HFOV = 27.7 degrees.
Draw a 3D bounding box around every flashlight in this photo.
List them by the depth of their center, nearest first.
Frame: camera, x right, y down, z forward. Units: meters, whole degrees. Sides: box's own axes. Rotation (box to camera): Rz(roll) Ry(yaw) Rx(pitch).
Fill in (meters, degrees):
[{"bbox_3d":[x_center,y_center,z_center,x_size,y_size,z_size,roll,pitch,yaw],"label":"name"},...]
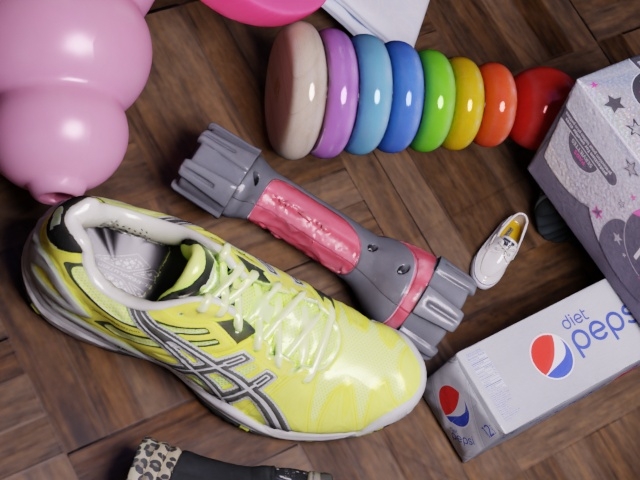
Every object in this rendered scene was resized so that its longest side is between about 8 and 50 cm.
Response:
[{"bbox_3d":[0.000,0.000,1.259,0.304,0.103,0.103,32,60,-5],"label":"flashlight"}]

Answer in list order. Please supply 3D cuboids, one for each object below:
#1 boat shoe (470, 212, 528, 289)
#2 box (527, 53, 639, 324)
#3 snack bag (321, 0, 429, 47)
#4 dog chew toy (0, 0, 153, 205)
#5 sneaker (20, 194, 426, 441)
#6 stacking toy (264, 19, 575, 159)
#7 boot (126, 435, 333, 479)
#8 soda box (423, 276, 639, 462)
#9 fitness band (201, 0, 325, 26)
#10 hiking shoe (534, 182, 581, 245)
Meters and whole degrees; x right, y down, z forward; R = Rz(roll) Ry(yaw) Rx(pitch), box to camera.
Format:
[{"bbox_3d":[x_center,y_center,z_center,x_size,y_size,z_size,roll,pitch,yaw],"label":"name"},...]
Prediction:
[{"bbox_3d":[0.191,0.008,1.365,0.035,0.035,0.100,38,57,1],"label":"boat shoe"},{"bbox_3d":[0.341,-0.042,1.259,0.142,0.163,0.247,-23,67,-23],"label":"box"},{"bbox_3d":[0.015,-0.412,1.445,0.342,0.037,0.323,37,55,-25],"label":"snack bag"},{"bbox_3d":[-0.247,-0.195,1.212,0.207,0.206,0.331,3,71,-20],"label":"dog chew toy"},{"bbox_3d":[-0.083,0.075,1.151,0.385,0.147,0.145,20,69,-8],"label":"sneaker"},{"bbox_3d":[0.115,-0.147,1.341,0.330,0.141,0.141,1,64,-16],"label":"stacking toy"},{"bbox_3d":[-0.098,0.290,1.092,0.179,0.085,0.236,16,72,1],"label":"boot"},{"bbox_3d":[0.244,0.113,1.295,0.286,0.098,0.091,-23,74,-28],"label":"soda box"},{"bbox_3d":[-0.070,-0.341,1.277,0.209,0.054,0.290,21,57,-39],"label":"fitness band"},{"bbox_3d":[0.378,-0.062,1.426,0.304,0.113,0.132,8,63,-17],"label":"hiking shoe"}]
